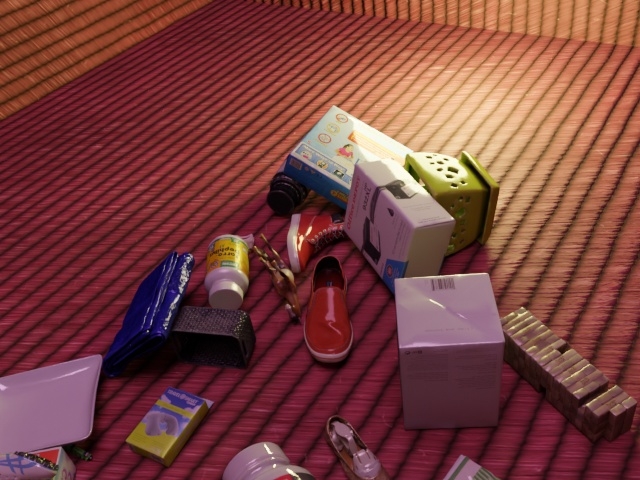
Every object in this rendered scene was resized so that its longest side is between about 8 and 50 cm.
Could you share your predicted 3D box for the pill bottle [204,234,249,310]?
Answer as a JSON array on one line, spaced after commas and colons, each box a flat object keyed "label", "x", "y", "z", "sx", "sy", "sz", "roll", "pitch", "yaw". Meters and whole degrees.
[{"label": "pill bottle", "x": -0.251, "y": 0.090, "z": 1.764, "sx": 0.117, "sy": 0.118, "sz": 0.208, "roll": -8, "pitch": 39, "yaw": 2}]

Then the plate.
[{"label": "plate", "x": -0.643, "y": 0.394, "z": 1.509, "sx": 0.278, "sy": 0.045, "sz": 0.277, "roll": -14, "pitch": 32, "yaw": -4}]

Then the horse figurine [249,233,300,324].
[{"label": "horse figurine", "x": -0.114, "y": 0.087, "z": 1.733, "sx": 0.066, "sy": 0.174, "sz": 0.263, "roll": -34, "pitch": 28, "yaw": -2}]

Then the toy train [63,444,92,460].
[{"label": "toy train", "x": -0.535, "y": 0.460, "z": 1.442, "sx": 0.083, "sy": 0.024, "sz": 0.017, "roll": 13, "pitch": 43, "yaw": 25}]

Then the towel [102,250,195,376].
[{"label": "towel", "x": -0.434, "y": 0.172, "z": 1.650, "sx": 0.227, "sy": 0.076, "sz": 0.308, "roll": -34, "pitch": 27, "yaw": 27}]

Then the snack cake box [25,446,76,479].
[{"label": "snack cake box", "x": -0.589, "y": 0.552, "z": 1.291, "sx": 0.152, "sy": 0.089, "sz": 0.264, "roll": -11, "pitch": 39, "yaw": 0}]

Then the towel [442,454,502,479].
[{"label": "towel", "x": 0.321, "y": 0.554, "z": 1.155, "sx": 0.324, "sy": 0.038, "sz": 0.248, "roll": 27, "pitch": 52, "yaw": 34}]

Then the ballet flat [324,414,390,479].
[{"label": "ballet flat", "x": 0.069, "y": 0.431, "z": 1.326, "sx": 0.073, "sy": 0.067, "sz": 0.206, "roll": -28, "pitch": 43, "yaw": -23}]

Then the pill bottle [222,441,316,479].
[{"label": "pill bottle", "x": -0.052, "y": 0.515, "z": 1.158, "sx": 0.176, "sy": 0.176, "sz": 0.318, "roll": -26, "pitch": 40, "yaw": -19}]

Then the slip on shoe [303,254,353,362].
[{"label": "slip on shoe", "x": 0.018, "y": 0.165, "z": 1.636, "sx": 0.123, "sy": 0.101, "sz": 0.331, "roll": -3, "pitch": 41, "yaw": 5}]

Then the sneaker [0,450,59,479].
[{"label": "sneaker", "x": -0.629, "y": 0.457, "z": 1.293, "sx": 0.237, "sy": 0.085, "sz": 0.086, "roll": 0, "pitch": 66, "yaw": 8}]

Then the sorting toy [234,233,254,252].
[{"label": "sorting toy", "x": -0.229, "y": 0.003, "z": 1.930, "sx": 0.083, "sy": 0.045, "sz": 0.075, "roll": -6, "pitch": 32, "yaw": 5}]

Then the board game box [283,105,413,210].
[{"label": "board game box", "x": 0.091, "y": -0.243, "z": 2.032, "sx": 0.308, "sy": 0.086, "sz": 0.302, "roll": 31, "pitch": 48, "yaw": 6}]

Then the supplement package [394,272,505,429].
[{"label": "supplement package", "x": 0.262, "y": 0.234, "z": 1.374, "sx": 0.199, "sy": 0.263, "sz": 0.198, "roll": -4, "pitch": 39, "yaw": 6}]

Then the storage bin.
[{"label": "storage bin", "x": -0.258, "y": 0.233, "z": 1.587, "sx": 0.180, "sy": 0.122, "sz": 0.084, "roll": 3, "pitch": 41, "yaw": 15}]

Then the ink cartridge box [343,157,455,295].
[{"label": "ink cartridge box", "x": 0.193, "y": -0.041, "z": 1.724, "sx": 0.129, "sy": 0.223, "sz": 0.307, "roll": -10, "pitch": 40, "yaw": -24}]

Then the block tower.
[{"label": "block tower", "x": 0.504, "y": 0.278, "z": 1.409, "sx": 0.091, "sy": 0.097, "sz": 0.335, "roll": -24, "pitch": 40, "yaw": -19}]

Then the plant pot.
[{"label": "plant pot", "x": 0.357, "y": -0.107, "z": 1.813, "sx": 0.207, "sy": 0.227, "sz": 0.228, "roll": -10, "pitch": 39, "yaw": -11}]

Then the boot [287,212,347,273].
[{"label": "boot", "x": 0.000, "y": 0.000, "z": 1.855, "sx": 0.176, "sy": 0.088, "sz": 0.244, "roll": -2, "pitch": 36, "yaw": 6}]

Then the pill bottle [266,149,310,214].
[{"label": "pill bottle", "x": -0.085, "y": -0.183, "z": 2.060, "sx": 0.122, "sy": 0.123, "sz": 0.219, "roll": 8, "pitch": 43, "yaw": 19}]

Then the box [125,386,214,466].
[{"label": "box", "x": -0.331, "y": 0.402, "z": 1.460, "sx": 0.109, "sy": 0.042, "sz": 0.178, "roll": 13, "pitch": 45, "yaw": 25}]
